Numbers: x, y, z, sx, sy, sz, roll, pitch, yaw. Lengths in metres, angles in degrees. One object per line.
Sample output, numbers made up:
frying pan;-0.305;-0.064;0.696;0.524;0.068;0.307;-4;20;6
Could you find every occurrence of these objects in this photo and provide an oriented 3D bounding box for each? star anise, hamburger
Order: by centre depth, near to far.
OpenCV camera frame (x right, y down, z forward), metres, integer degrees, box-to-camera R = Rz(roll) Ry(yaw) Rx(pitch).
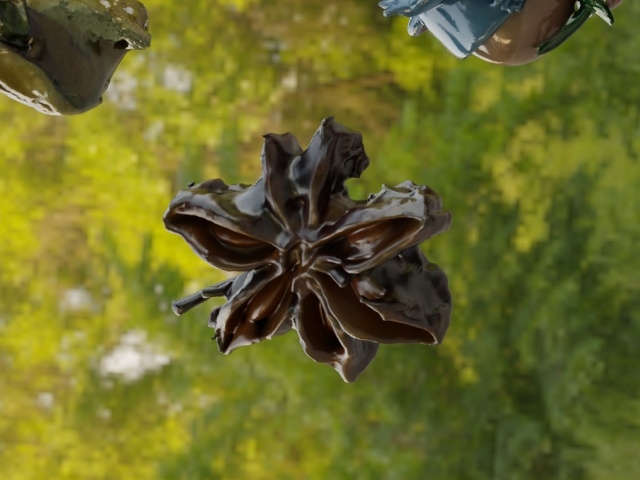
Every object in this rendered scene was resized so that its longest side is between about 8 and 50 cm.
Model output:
star anise;0.000;0.000;1.396;0.126;0.220;0.190;-57;-21;-44
hamburger;-0.318;-0.233;1.921;0.134;0.285;0.265;-58;17;12

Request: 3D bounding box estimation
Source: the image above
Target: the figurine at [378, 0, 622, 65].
figurine;0.125;-0.172;1.251;0.114;0.144;0.178;-57;-11;-16
